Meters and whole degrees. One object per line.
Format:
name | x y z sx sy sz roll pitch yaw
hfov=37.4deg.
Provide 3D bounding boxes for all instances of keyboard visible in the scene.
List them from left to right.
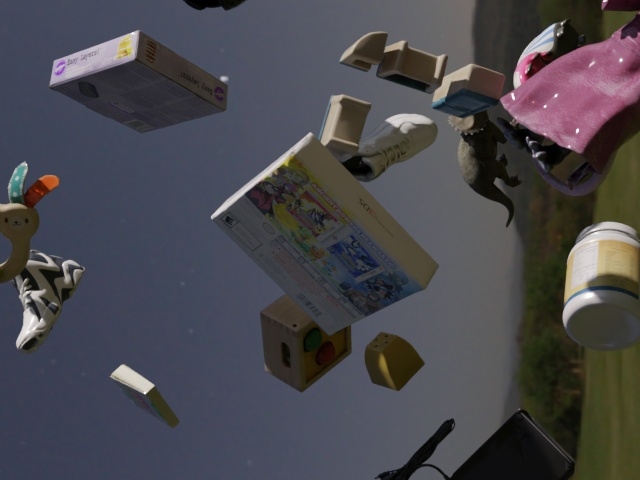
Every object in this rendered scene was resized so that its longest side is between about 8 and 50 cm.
keyboard | 0.212 0.379 1.443 0.317 0.201 0.033 -47 -17 10

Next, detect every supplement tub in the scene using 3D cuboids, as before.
supplement tub | 0.505 0.079 1.663 0.144 0.144 0.200 79 -158 -43

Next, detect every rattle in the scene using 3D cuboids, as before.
rattle | -0.457 -0.010 1.318 0.130 0.199 0.143 52 -168 1

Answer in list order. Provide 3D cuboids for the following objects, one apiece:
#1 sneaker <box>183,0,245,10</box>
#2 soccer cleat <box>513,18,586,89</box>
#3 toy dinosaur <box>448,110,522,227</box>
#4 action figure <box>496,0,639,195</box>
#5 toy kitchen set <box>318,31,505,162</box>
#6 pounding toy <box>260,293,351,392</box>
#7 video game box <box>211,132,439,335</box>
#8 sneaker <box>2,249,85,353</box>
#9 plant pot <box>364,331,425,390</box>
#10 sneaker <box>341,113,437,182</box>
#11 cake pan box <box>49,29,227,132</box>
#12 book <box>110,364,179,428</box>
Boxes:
sneaker | -0.206 -0.489 1.692 0.146 0.293 0.102 -44 -47 -5
soccer cleat | 0.484 -0.369 2.090 0.116 0.143 0.331 46 -134 -5
toy dinosaur | 0.354 -0.183 2.070 0.121 0.160 0.314 9 104 61
action figure | 0.407 -0.212 1.152 0.275 0.370 0.248 38 -167 -51
toy kitchen set | 0.110 -0.163 1.255 0.122 0.207 0.166 177 109 -77
pounding toy | 0.010 0.155 1.556 0.206 0.094 0.181 -33 -45 -37
video game box | 0.000 0.000 1.057 0.205 0.187 0.048 46 -127 -11
sneaker | -0.603 0.113 1.946 0.094 0.153 0.235 -52 11 55
plant pot | 0.130 0.221 1.787 0.081 0.081 0.083 -42 -62 -26
sneaker | 0.110 -0.153 1.719 0.115 0.232 0.090 -109 -3 -60
cake pan box | -0.352 -0.302 1.872 0.267 0.245 0.070 25 -115 -49
book | -0.329 0.295 1.787 0.035 0.144 0.096 -43 -60 -24
